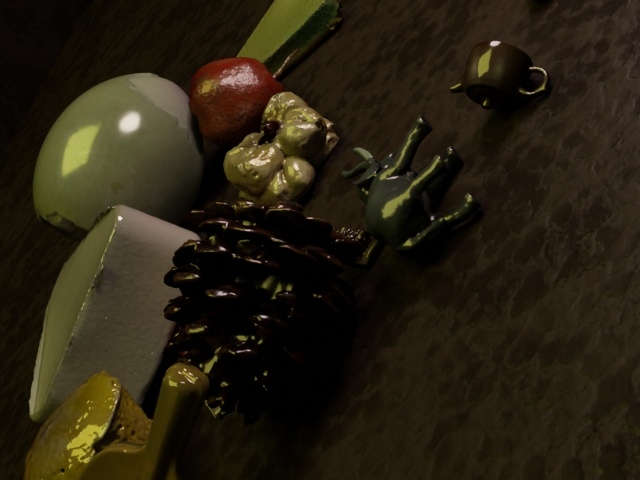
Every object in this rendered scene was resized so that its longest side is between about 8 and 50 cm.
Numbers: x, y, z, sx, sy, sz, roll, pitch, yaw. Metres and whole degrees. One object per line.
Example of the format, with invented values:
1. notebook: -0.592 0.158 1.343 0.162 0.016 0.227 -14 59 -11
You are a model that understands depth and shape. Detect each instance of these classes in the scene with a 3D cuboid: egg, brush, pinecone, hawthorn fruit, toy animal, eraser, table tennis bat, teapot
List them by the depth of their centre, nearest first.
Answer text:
1. table tennis bat: -0.186 0.276 1.132 0.198 0.050 0.321 32 112 30
2. pinecone: -0.075 0.069 1.196 0.224 0.224 0.273 -14 49 53
3. teapot: 0.208 -0.182 1.213 0.121 0.076 0.068 11 74 30
4. toy animal: 0.099 -0.072 1.235 0.137 0.082 0.269 -46 27 11
5. brush: 0.000 0.000 1.363 0.043 0.036 0.248 -54 25 -14
6. eraser: -0.322 0.111 1.583 0.331 0.149 0.331 -49 29 39
7. hawthorn fruit: -0.122 -0.250 1.785 0.203 0.163 0.163 -26 32 12
8. egg: -0.334 -0.138 1.817 0.278 0.278 0.336 -1 58 59

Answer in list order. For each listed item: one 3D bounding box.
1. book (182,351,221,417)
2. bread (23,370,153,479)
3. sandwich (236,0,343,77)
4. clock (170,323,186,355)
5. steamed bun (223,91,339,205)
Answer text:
1. book: -0.102 0.125 1.357 0.182 0.014 0.127 -49 43 5
2. bread: -0.274 0.274 1.310 0.197 0.170 0.197 -37 29 25
3. sandwich: -0.067 -0.351 1.902 0.212 0.063 0.245 -56 25 0
4. clock: -0.147 0.073 1.495 0.205 0.051 0.205 -38 30 27
5. steamed bun: -0.066 -0.129 1.555 0.177 0.106 0.192 -53 27 2
